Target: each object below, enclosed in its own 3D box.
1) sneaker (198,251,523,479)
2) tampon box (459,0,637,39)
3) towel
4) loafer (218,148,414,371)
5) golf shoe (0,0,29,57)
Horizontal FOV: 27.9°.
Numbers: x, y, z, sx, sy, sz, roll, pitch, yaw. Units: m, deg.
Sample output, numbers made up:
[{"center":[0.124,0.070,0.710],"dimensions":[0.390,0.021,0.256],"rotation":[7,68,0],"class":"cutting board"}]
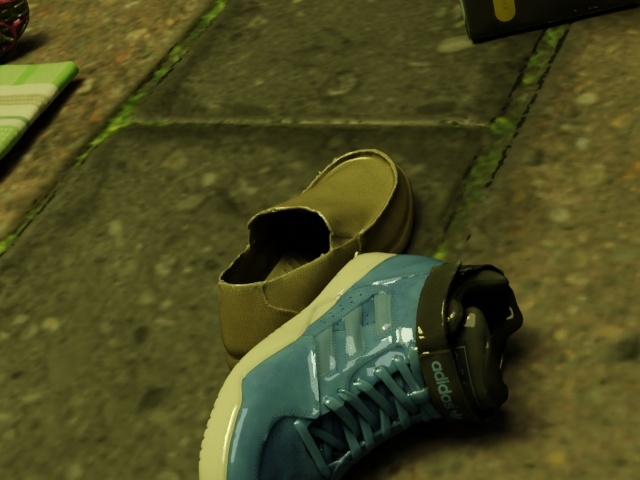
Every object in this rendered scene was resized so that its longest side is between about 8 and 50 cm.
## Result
[{"center":[0.023,0.056,0.491],"dimensions":[0.084,0.058,0.152],"rotation":[0,31,37],"class":"sneaker"},{"center":[0.118,-0.216,0.769],"dimensions":[0.101,0.120,0.161],"rotation":[-12,35,7],"class":"tampon box"},{"center":[-0.229,-0.065,0.804],"dimensions":[0.113,0.023,0.152],"rotation":[2,37,23],"class":"towel"},{"center":[0.000,0.000,0.585],"dimensions":[0.056,0.050,0.148],"rotation":[3,40,27],"class":"loafer"},{"center":[-0.293,-0.149,0.901],"dimensions":[0.186,0.067,0.086],"rotation":[-16,33,3],"class":"golf shoe"}]
